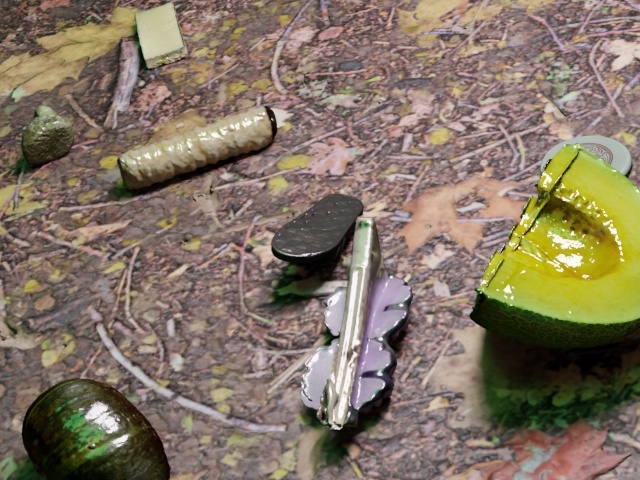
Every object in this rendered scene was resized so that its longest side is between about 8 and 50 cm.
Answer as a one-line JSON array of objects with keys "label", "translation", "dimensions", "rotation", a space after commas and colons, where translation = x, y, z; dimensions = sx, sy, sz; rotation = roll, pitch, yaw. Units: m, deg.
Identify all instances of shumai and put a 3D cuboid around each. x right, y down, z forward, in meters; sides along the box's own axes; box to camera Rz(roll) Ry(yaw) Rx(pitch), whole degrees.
[{"label": "shumai", "translation": [-0.391, -0.158, 1.845], "dimensions": [0.082, 0.083, 0.080], "rotation": [1, 45, -44]}]

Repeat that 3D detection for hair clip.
[{"label": "hair clip", "translation": [0.041, 0.093, 1.408], "dimensions": [0.106, 0.084, 0.292], "rotation": [1, 46, 12]}]

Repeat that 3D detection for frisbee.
[{"label": "frisbee", "translation": [0.321, -0.093, 1.586], "dimensions": [0.110, 0.014, 0.110], "rotation": [-9, 39, 8]}]

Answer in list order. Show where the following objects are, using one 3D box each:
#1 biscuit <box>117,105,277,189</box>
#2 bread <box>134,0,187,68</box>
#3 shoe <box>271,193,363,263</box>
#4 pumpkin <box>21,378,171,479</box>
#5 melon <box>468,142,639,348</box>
[{"label": "biscuit", "translation": [-0.161, -0.122, 1.747], "dimensions": [0.219, 0.061, 0.055], "rotation": [-18, 46, -8]}, {"label": "bread", "translation": [-0.248, -0.319, 2.036], "dimensions": [0.068, 0.028, 0.153], "rotation": [-18, 39, -3]}, {"label": "shoe", "translation": [0.000, 0.000, 1.558], "dimensions": [0.071, 0.049, 0.179], "rotation": [17, 29, 18]}, {"label": "pumpkin", "translation": [-0.238, 0.202, 1.343], "dimensions": [0.119, 0.107, 0.183], "rotation": [-32, 43, -28]}, {"label": "melon", "translation": [0.266, 0.043, 1.368], "dimensions": [0.169, 0.129, 0.265], "rotation": [27, 48, 12]}]
